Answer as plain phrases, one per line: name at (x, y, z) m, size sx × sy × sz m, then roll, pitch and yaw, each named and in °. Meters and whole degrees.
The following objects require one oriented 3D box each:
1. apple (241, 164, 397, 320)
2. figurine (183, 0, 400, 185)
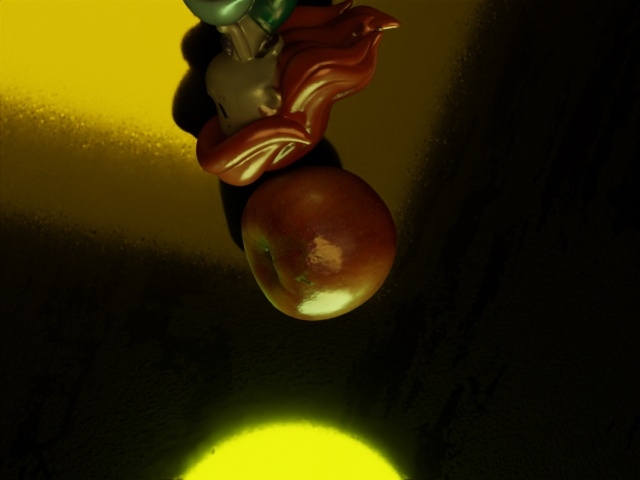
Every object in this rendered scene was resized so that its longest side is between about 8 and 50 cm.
apple at (0.000, 0.000, 1.370) m, size 0.139 × 0.163 × 0.163 m, roll -20°, pitch 116°, yaw -23°
figurine at (-0.048, -0.191, 1.272) m, size 0.208 × 0.181 × 0.257 m, roll -41°, pitch 128°, yaw -30°
